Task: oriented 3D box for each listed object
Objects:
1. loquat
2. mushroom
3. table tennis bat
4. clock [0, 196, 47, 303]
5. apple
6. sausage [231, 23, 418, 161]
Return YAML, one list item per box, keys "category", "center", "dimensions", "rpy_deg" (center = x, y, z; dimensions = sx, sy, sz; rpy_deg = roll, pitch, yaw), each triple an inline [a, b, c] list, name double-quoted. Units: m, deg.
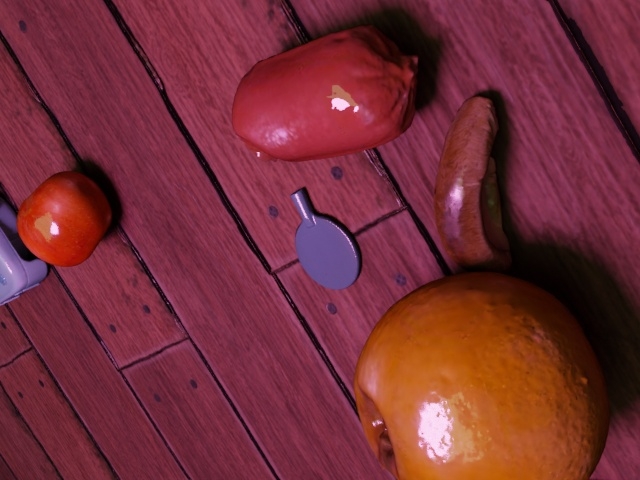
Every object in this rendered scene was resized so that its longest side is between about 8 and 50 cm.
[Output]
- category: "loquat"
  center: [0.177, 0.160, 0.694]
  dimensions: [0.275, 0.275, 0.274]
  rpy_deg: [15, 120, 28]
- category: "mushroom"
  center: [0.166, -0.049, 0.707]
  dimensions: [0.072, 0.094, 0.209]
  rpy_deg: [0, 116, 31]
- category: "table tennis bat"
  center: [0.000, 0.000, 0.887]
  dimensions: [0.100, 0.019, 0.155]
  rpy_deg: [-20, 102, 39]
- category: "clock"
  center: [-0.698, -0.002, 1.315]
  dimensions: [0.224, 0.094, 0.274]
  rpy_deg: [-21, 97, 39]
- category: "apple"
  center: [-0.431, -0.033, 1.076]
  dimensions: [0.139, 0.163, 0.163]
  rpy_deg: [46, 131, -11]
- category: "sausage"
  center: [-0.002, -0.162, 0.729]
  dimensions: [0.254, 0.148, 0.148]
  rpy_deg: [-3, 110, 36]
